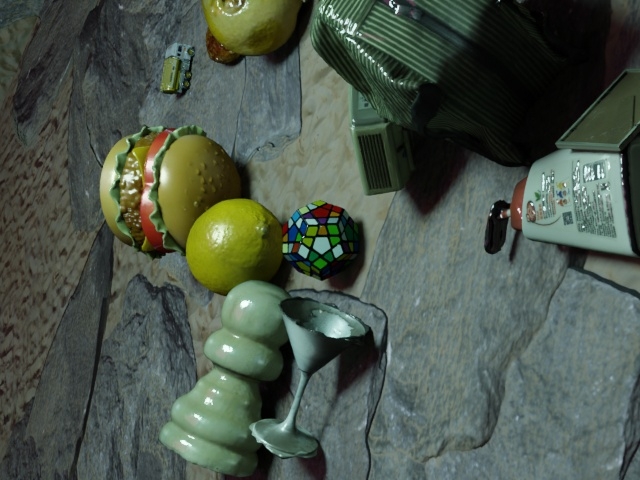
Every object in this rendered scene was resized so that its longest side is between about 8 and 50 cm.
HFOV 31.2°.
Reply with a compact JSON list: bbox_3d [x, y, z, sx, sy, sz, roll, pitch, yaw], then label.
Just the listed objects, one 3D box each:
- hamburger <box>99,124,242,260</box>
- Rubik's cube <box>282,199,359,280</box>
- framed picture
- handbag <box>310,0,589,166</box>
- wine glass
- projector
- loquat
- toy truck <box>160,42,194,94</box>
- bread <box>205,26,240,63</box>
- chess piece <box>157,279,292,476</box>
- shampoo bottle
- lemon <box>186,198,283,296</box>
[{"bbox_3d":[-0.275,-0.093,2.253,0.212,0.274,0.275,4,81,30],"label":"hamburger"},{"bbox_3d":[0.000,0.000,1.903,0.133,0.111,0.133,-25,60,53],"label":"Rubik's cube"},{"bbox_3d":[0.362,-0.159,1.369,0.149,0.011,0.109,-45,24,-17],"label":"framed picture"},{"bbox_3d":[0.176,-0.253,1.510,0.240,0.340,0.247,33,95,46],"label":"handbag"},{"bbox_3d":[-0.027,0.223,1.842,0.156,0.156,0.232,42,118,56],"label":"wine glass"},{"bbox_3d":[0.095,-0.200,1.766,0.194,0.088,0.270,75,-168,-45],"label":"projector"},{"bbox_3d":[-0.126,-0.462,2.219,0.213,0.213,0.213,-29,55,52],"label":"loquat"},{"bbox_3d":[-0.335,-0.396,2.658,0.052,0.062,0.123,-10,71,59],"label":"toy truck"},{"bbox_3d":[-0.191,-0.465,2.446,0.193,0.063,0.193,-36,46,49],"label":"bread"},{"bbox_3d":[-0.146,0.229,2.019,0.182,0.182,0.330,25,95,59],"label":"chess piece"},{"bbox_3d":[0.307,-0.041,1.447,0.284,0.071,0.153,-11,80,60],"label":"shampoo bottle"},{"bbox_3d":[-0.152,0.012,2.094,0.203,0.178,0.178,-28,56,51],"label":"lemon"}]
